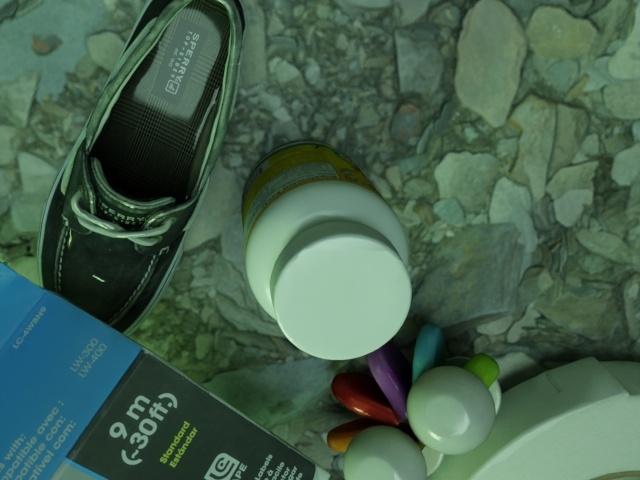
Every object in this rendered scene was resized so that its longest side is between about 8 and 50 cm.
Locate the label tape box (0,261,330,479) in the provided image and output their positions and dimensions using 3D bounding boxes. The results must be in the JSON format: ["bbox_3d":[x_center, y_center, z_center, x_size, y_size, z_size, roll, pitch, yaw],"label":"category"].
[{"bbox_3d":[-0.182,0.202,0.467,0.347,0.115,0.249,46,68,-36],"label":"label tape box"}]

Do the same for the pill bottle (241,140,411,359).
[{"bbox_3d":[0.000,0.000,0.480,0.118,0.208,0.117,-3,110,-7],"label":"pill bottle"}]

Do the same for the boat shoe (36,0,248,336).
[{"bbox_3d":[-0.151,-0.049,0.488,0.121,0.119,0.335,18,107,-14],"label":"boat shoe"}]

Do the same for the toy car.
[{"bbox_3d":[0.082,0.157,0.603,0.182,0.159,0.136,-46,73,11],"label":"toy car"}]

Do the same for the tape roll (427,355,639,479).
[{"bbox_3d":[0.299,0.314,0.692,0.393,0.072,0.391,-3,111,-7],"label":"tape roll"}]
